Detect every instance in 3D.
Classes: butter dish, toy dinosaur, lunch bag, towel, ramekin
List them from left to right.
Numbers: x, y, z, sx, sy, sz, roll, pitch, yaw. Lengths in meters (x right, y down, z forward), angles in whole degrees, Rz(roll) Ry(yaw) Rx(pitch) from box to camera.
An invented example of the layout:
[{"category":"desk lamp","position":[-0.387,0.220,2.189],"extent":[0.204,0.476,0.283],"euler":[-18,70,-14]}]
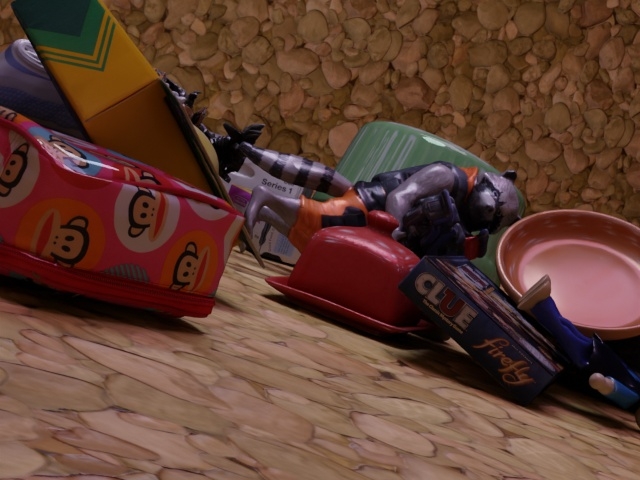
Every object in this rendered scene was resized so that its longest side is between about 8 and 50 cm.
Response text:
[{"category":"towel","position":[-0.311,-0.131,1.690],"extent":[0.209,0.034,0.285],"euler":[16,-28,-34]},{"category":"lunch bag","position":[-0.211,-0.034,1.205],"extent":[0.293,0.120,0.258],"euler":[22,5,38]},{"category":"toy dinosaur","position":[-0.205,-0.127,1.929],"extent":[0.218,0.164,0.322],"euler":[28,-3,-7]},{"category":"butter dish","position":[0.048,0.027,1.569],"extent":[0.160,0.118,0.160],"euler":[21,5,19]},{"category":"ramekin","position":[0.150,-0.047,2.203],"extent":[0.303,0.148,0.303],"euler":[27,-10,5]}]

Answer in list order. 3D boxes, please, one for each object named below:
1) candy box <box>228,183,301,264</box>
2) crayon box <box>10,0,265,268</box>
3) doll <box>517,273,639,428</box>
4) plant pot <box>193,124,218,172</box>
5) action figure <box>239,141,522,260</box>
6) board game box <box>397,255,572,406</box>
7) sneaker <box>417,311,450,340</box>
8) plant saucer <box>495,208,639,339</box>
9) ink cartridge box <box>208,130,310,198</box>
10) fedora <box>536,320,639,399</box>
[{"category":"candy box","position":[0.000,0.000,1.998],"extent":[0.233,0.071,0.159],"euler":[16,5,-27]},{"category":"crayon box","position":[-0.179,-0.104,1.438],"extent":[0.323,0.083,0.203],"euler":[50,-12,51]},{"category":"doll","position":[0.270,0.119,1.477],"extent":[0.189,0.046,0.129],"euler":[46,12,0]},{"category":"plant pot","position":[-0.194,-0.068,1.774],"extent":[0.134,0.134,0.095],"euler":[19,35,-4]},{"category":"action figure","position":[0.074,-0.046,1.746],"extent":[0.330,0.178,0.341],"euler":[-2,-17,-5]},{"category":"board game box","position":[0.171,0.084,1.507],"extent":[0.165,0.042,0.243],"euler":[43,9,10]},{"category":"sneaker","position":[0.069,0.048,1.684],"extent":[0.188,0.071,0.066],"euler":[21,4,14]},{"category":"plant saucer","position":[0.284,0.041,1.617],"extent":[0.200,0.037,0.200],"euler":[4,38,-3]},{"category":"ink cartridge box","position":[-0.120,-0.082,2.200],"extent":[0.201,0.117,0.278],"euler":[19,4,2]},{"category":"fedora","position":[0.366,0.104,1.741],"extent":[0.334,0.152,0.334],"euler":[19,4,-2]}]
